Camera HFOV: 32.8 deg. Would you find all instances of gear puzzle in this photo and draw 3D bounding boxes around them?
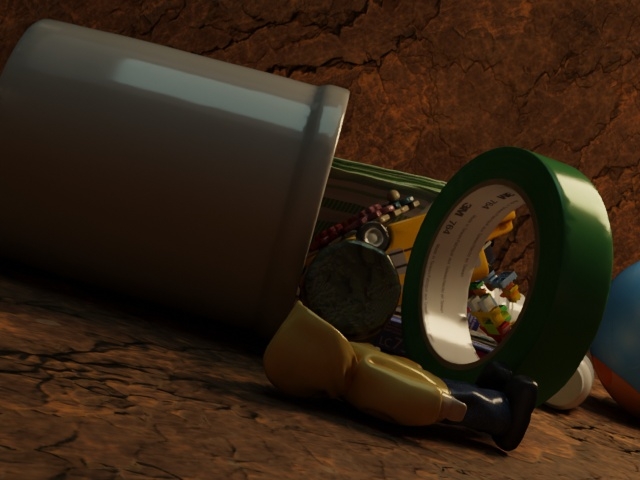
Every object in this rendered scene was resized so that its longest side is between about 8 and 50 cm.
[{"bbox_3d":[0.000,0.000,1.840,0.339,0.044,0.175,-27,-1,31],"label":"gear puzzle"}]

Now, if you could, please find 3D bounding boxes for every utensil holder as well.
[{"bbox_3d":[-0.191,-0.078,1.341,0.386,0.327,0.327,15,2,-3],"label":"utensil holder"}]

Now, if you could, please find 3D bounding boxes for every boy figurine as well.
[{"bbox_3d":[0.070,0.135,1.094,0.285,0.092,0.177,20,4,-23],"label":"boy figurine"}]

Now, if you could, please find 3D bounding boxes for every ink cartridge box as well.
[{"bbox_3d":[0.184,0.159,1.676,0.186,0.065,0.311,18,-1,9],"label":"ink cartridge box"}]

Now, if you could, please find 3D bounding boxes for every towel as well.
[{"bbox_3d":[0.078,-0.036,1.947,0.248,0.038,0.325,12,-28,-8],"label":"towel"}]

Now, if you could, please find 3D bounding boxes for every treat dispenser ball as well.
[{"bbox_3d":[0.582,0.162,1.759,0.288,0.288,0.288,18,2,-1],"label":"treat dispenser ball"}]

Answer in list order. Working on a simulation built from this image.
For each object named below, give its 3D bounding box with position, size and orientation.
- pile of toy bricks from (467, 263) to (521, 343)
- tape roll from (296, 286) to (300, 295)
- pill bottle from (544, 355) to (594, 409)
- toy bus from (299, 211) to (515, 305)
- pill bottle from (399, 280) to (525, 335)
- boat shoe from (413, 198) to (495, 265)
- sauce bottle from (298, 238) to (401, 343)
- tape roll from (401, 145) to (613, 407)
[{"bbox_3d":[0.257,0.111,1.700,0.105,0.118,0.212,57,-21,-12],"label":"pile of toy bricks"},{"bbox_3d":[-0.162,0.025,2.149,0.392,0.072,0.392,17,3,-1],"label":"tape roll"},{"bbox_3d":[0.357,0.203,1.599,0.087,0.087,0.160,18,3,17],"label":"pill bottle"},{"bbox_3d":[0.134,0.024,1.634,0.333,0.130,0.108,-16,-3,-17],"label":"toy bus"},{"bbox_3d":[0.230,0.114,1.980,0.272,0.152,0.152,18,2,-13],"label":"pill bottle"},{"bbox_3d":[0.148,0.058,1.815,0.127,0.341,0.158,58,-3,40],"label":"boat shoe"},{"bbox_3d":[0.025,0.081,1.315,0.111,0.111,0.344,18,-13,0],"label":"sauce bottle"},{"bbox_3d":[0.217,0.049,1.323,0.077,0.321,0.321,16,3,-26],"label":"tape roll"}]
